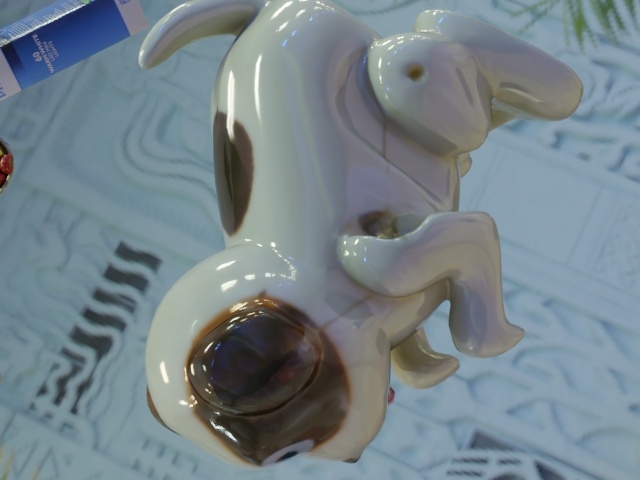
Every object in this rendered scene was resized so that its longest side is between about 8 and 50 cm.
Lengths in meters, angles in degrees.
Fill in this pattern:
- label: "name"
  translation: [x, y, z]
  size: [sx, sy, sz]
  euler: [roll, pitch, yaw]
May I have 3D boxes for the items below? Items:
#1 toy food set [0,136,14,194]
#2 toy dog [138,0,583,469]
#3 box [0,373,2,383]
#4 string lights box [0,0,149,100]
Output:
- label: "toy food set"
  translation: [-0.362, -0.076, 1.222]
  size: [0.083, 0.082, 0.020]
  euler: [-40, -21, 4]
- label: "toy dog"
  translation: [0.000, 0.000, 0.999]
  size: [0.284, 0.395, 0.407]
  euler: [-18, 47, 57]
- label: "box"
  translation: [-0.428, 0.021, 1.135]
  size: [0.169, 0.087, 0.289]
  euler: [-15, -74, -33]
- label: "string lights box"
  translation: [-0.408, -0.312, 1.778]
  size: [0.260, 0.133, 0.076]
  euler: [-30, -63, -14]
